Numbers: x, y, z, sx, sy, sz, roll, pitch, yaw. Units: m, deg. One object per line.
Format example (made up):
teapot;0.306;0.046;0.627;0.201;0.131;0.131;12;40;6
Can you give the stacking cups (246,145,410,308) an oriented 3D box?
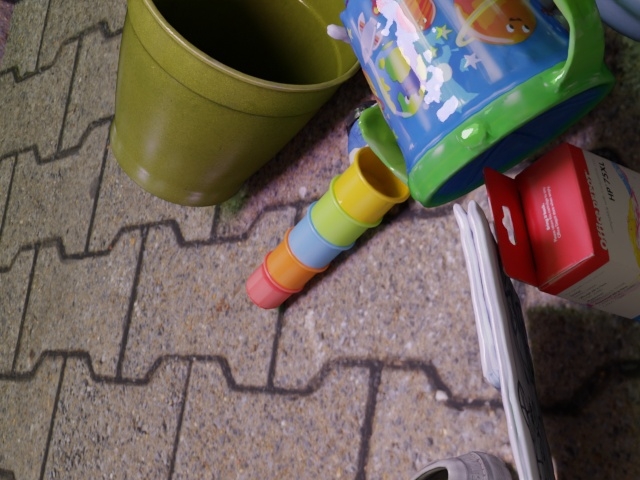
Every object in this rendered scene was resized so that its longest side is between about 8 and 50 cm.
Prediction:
stacking cups;0.000;0.000;1.737;0.316;0.096;0.096;-47;42;37

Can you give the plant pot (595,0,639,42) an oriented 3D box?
plant pot;0.363;-0.309;1.229;0.195;0.290;0.290;93;-178;-72

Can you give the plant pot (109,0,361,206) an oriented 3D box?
plant pot;-0.166;-0.247;1.883;0.353;0.366;0.366;-56;36;42

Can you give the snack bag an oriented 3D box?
snack bag;0.196;0.168;1.215;0.037;0.323;0.343;-13;69;11

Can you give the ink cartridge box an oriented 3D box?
ink cartridge box;0.277;-0.008;1.218;0.078;0.231;0.134;-38;48;40

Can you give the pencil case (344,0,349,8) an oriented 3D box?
pencil case;0.076;-0.335;1.790;0.070;0.064;0.152;105;155;-46

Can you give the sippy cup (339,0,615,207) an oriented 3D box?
sippy cup;0.144;-0.187;1.252;0.305;0.240;0.224;-36;80;19

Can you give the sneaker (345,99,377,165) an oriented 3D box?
sneaker;0.086;-0.169;1.711;0.152;0.058;0.085;-38;56;49

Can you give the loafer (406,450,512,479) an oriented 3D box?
loafer;0.092;0.347;1.436;0.319;0.111;0.112;-49;41;31

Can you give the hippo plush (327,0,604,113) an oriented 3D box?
hippo plush;0.187;-0.236;1.492;0.294;0.234;0.236;-20;22;10
